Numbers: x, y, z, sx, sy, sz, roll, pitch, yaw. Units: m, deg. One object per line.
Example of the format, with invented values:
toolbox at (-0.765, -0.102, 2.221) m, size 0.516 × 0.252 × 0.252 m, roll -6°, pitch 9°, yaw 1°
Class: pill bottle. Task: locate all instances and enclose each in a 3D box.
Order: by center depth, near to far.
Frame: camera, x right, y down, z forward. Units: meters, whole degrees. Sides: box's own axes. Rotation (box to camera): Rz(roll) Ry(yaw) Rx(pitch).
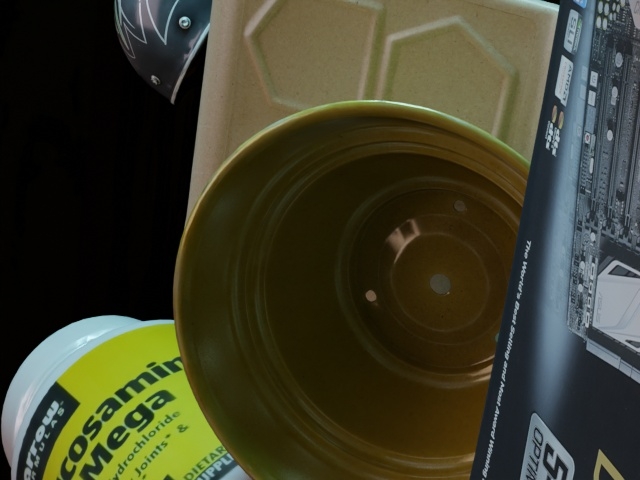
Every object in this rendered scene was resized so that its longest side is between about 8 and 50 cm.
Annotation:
pill bottle at (-0.074, 0.157, 0.938) m, size 0.334 × 0.188 × 0.188 m, roll 25°, pitch 112°, yaw 58°

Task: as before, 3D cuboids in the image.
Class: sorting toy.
sorting toy at (0.027, -0.052, 0.811) m, size 0.038 × 0.208 × 0.193 m, roll -33°, pitch -42°, yaw -55°

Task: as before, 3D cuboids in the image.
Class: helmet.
helmet at (-0.080, -0.189, 1.217) m, size 0.169 × 0.161 × 0.169 m, roll -178°, pitch 90°, yaw -76°

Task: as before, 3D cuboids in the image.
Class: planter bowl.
planter bowl at (0.046, 0.032, 0.747) m, size 0.090 × 0.217 × 0.217 m, roll -34°, pitch -44°, yaw -62°

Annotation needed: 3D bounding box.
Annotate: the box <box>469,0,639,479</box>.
box at (0.138, 0.037, 0.505) m, size 0.242 × 0.076 × 0.307 m, roll -121°, pitch 36°, yaw -64°
